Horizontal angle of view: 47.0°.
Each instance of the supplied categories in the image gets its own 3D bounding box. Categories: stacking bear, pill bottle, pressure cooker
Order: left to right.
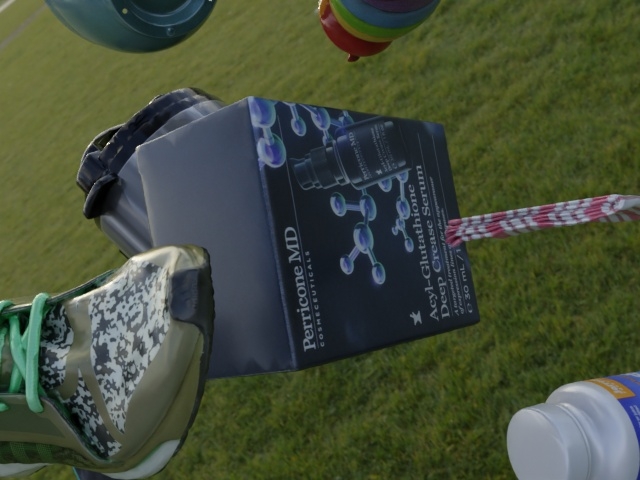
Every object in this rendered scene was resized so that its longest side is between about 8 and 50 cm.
[{"bbox_3d":[-0.245,-0.093,1.460,0.375,0.420,0.370,-47,-11,-9],"label":"pressure cooker"},{"bbox_3d":[0.072,-0.334,0.968,0.289,0.164,0.175,140,143,-79],"label":"stacking bear"},{"bbox_3d":[0.386,0.253,0.957,0.272,0.152,0.152,-2,19,-25],"label":"pill bottle"}]

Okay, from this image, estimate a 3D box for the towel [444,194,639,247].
[{"bbox_3d":[0.248,-0.020,0.779,0.197,0.029,0.144,-9,-4,41],"label":"towel"}]

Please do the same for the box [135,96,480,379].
[{"bbox_3d":[0.000,0.000,0.953,0.212,0.293,0.396,-14,-6,40],"label":"box"}]

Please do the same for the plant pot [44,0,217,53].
[{"bbox_3d":[-0.268,-0.415,1.118,0.293,0.293,0.196,-42,40,-6],"label":"plant pot"}]

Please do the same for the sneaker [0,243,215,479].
[{"bbox_3d":[-0.235,0.099,0.536,0.410,0.182,0.157,-26,59,38],"label":"sneaker"}]

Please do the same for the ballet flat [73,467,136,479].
[{"bbox_3d":[-0.261,0.192,0.800,0.074,0.203,0.074,-30,7,4],"label":"ballet flat"}]
